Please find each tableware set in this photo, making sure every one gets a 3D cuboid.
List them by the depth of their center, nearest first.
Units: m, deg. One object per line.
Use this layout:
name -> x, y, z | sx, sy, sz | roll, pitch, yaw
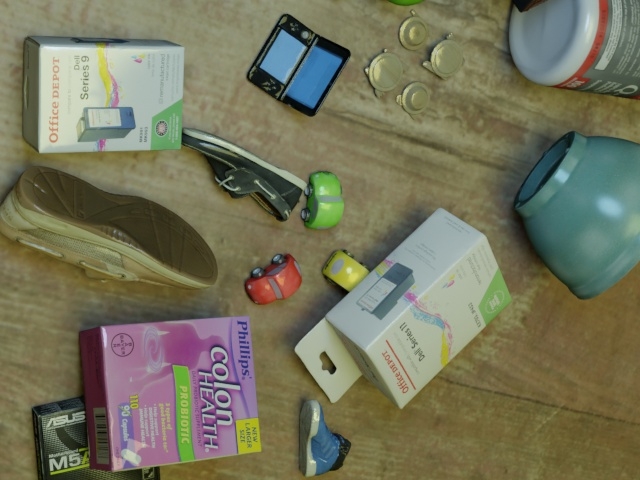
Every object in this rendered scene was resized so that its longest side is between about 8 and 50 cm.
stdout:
tableware set -> 0.158, -0.292, 1.871 | 0.141, 0.020, 0.168 | 40, 86, -30

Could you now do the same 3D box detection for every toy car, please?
toy car -> 0.000, 0.000, 1.855 | 0.239, 0.053, 0.225 | -1, 106, -28

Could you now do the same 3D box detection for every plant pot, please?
plant pot -> 0.468, -0.070, 1.980 | 0.196, 0.293, 0.293 | 36, 86, -6

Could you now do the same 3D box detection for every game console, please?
game console -> -0.034, -0.272, 1.741 | 0.107, 0.071, 0.122 | 32, 89, -32

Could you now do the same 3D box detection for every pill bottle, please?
pill bottle -> 0.525, -0.352, 1.940 | 0.363, 0.210, 0.210 | 3, 104, -29

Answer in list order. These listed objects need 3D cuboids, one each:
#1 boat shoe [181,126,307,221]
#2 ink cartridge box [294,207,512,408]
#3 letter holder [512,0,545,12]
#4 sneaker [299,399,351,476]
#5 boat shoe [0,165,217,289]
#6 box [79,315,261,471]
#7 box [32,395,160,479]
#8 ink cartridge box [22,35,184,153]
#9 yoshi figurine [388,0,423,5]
boat shoe -> -0.124, -0.104, 1.738 | 0.233, 0.084, 0.079 | 29, 90, -35
ink cartridge box -> 0.146, 0.141, 1.911 | 0.353, 0.119, 0.207 | -43, 138, -10
letter holder -> 0.328, -0.538, 1.714 | 0.214, 0.152, 0.302 | -29, 81, -30
sneaker -> 0.011, 0.341, 1.962 | 0.085, 0.058, 0.152 | -6, 112, -21
boat shoe -> -0.311, -0.001, 1.664 | 0.341, 0.121, 0.110 | 26, 129, -29
box -> -0.230, 0.232, 1.723 | 0.243, 0.117, 0.213 | -2, 83, -29
box -> -0.351, 0.332, 1.773 | 0.191, 0.045, 0.184 | -8, 111, -27
ink cartridge box -> -0.309, -0.208, 1.600 | 0.212, 0.093, 0.154 | -3, 107, -26
yoshi figurine -> 0.053, -0.445, 1.679 | 0.362, 0.203, 0.203 | -1, 122, -31
